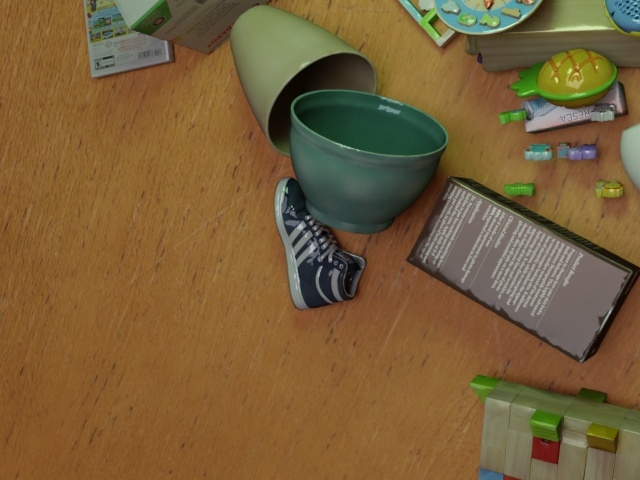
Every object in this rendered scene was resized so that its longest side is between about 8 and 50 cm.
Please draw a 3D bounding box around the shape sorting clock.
[{"bbox_3d":[0.296,-0.445,1.717,0.206,0.040,0.206,-7,65,16],"label":"shape sorting clock"}]

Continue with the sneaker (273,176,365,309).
[{"bbox_3d":[0.000,0.000,2.033,0.153,0.099,0.282,-7,96,31],"label":"sneaker"}]

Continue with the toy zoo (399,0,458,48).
[{"bbox_3d":[0.217,-0.551,1.946,0.192,0.030,0.293,-43,74,21],"label":"toy zoo"}]

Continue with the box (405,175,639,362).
[{"bbox_3d":[0.376,0.045,1.833,0.381,0.143,0.191,32,105,23],"label":"box"}]

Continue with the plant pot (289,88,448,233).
[{"bbox_3d":[0.073,-0.135,1.834,0.293,0.293,0.196,25,121,23],"label":"plant pot"}]

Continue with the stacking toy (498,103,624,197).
[{"bbox_3d":[0.438,-0.159,1.800,0.221,0.052,0.166,0,116,23],"label":"stacking toy"}]

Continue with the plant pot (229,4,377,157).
[{"bbox_3d":[-0.065,-0.350,1.996,0.256,0.256,0.274,-51,55,19],"label":"plant pot"}]

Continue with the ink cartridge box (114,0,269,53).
[{"bbox_3d":[-0.266,-0.514,2.048,0.201,0.278,0.117,-36,74,23],"label":"ink cartridge box"}]

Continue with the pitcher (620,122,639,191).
[{"bbox_3d":[0.633,-0.124,1.721,0.178,0.125,0.207,-24,92,4],"label":"pitcher"}]

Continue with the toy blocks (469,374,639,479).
[{"bbox_3d":[0.444,0.422,1.808,0.382,0.191,0.260,10,108,25],"label":"toy blocks"}]

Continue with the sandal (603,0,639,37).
[{"bbox_3d":[0.525,-0.480,1.600,0.126,0.138,0.317,1,70,17],"label":"sandal"}]

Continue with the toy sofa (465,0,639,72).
[{"bbox_3d":[0.445,-0.416,1.776,0.363,0.177,0.150,2,69,21],"label":"toy sofa"}]

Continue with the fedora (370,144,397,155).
[{"bbox_3d":[0.101,-0.109,1.992,0.194,0.079,0.194,-2,84,21],"label":"fedora"}]

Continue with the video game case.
[{"bbox_3d":[-0.446,-0.495,2.276,0.227,0.026,0.206,-6,89,27],"label":"video game case"}]

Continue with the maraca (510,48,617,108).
[{"bbox_3d":[0.432,-0.287,1.749,0.186,0.127,0.099,4,130,33],"label":"maraca"}]

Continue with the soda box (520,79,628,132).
[{"bbox_3d":[0.469,-0.245,1.819,0.183,0.058,0.062,-10,87,25],"label":"soda box"}]
